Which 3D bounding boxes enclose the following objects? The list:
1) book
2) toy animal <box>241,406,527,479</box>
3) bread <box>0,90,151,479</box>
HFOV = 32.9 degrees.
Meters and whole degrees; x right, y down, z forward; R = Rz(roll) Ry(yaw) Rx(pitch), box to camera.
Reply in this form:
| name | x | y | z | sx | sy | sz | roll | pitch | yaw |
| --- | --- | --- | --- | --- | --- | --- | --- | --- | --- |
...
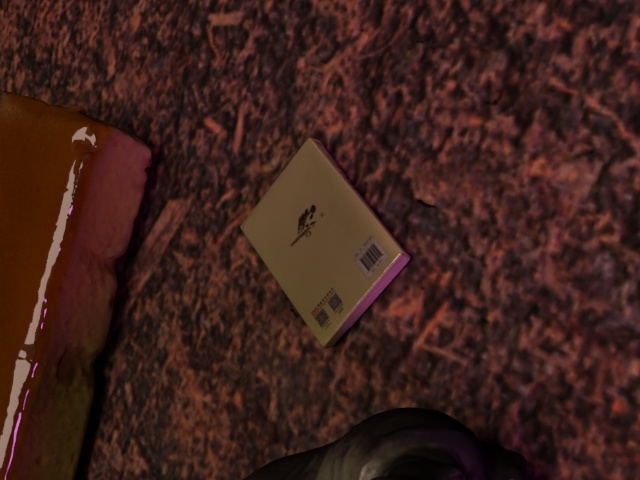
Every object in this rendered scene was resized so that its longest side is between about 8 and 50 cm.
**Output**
| name | x | y | z | sx | sy | sz | roll | pitch | yaw |
| --- | --- | --- | --- | --- | --- | --- | --- | --- | --- |
| book | 0.000 | 0.000 | 0.654 | 0.077 | 0.014 | 0.111 | -50 | 52 | 19 |
| toy animal | -0.049 | 0.183 | 0.551 | 0.343 | 0.168 | 0.106 | -29 | 87 | 33 |
| bread | -0.219 | 0.077 | 0.791 | 0.138 | 0.077 | 0.361 | 13 | 89 | 44 |
